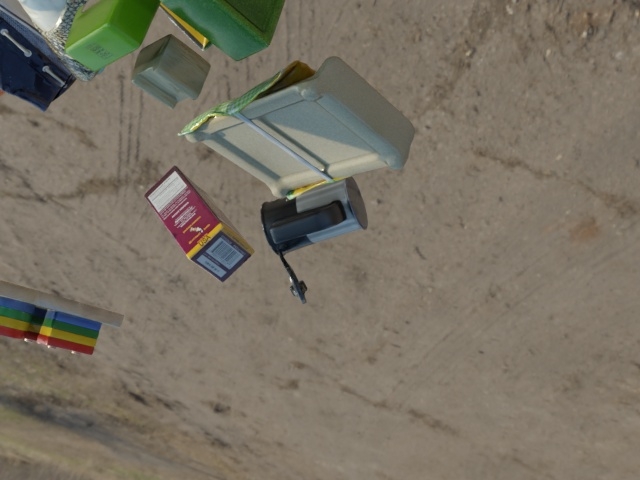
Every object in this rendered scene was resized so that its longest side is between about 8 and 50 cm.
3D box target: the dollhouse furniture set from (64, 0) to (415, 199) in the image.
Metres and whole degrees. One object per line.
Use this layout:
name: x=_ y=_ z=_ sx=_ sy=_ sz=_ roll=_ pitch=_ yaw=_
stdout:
dollhouse furniture set: x=-0.056 y=-0.184 z=0.675 sx=0.197 sy=0.151 sz=0.301 roll=-9 pitch=149 yaw=42

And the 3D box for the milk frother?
milk frother: x=0.000 y=0.000 z=0.971 sx=0.135 sy=0.129 sz=0.143 roll=-17 pitch=116 yaw=18

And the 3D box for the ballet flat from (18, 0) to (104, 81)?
ballet flat: x=-0.343 y=-0.433 z=0.917 sx=0.164 sy=0.182 sz=0.483 roll=48 pitch=128 yaw=24

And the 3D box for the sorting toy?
sorting toy: x=-0.537 y=0.134 z=1.231 sx=0.257 sy=0.089 sz=0.255 roll=2 pitch=163 yaw=45

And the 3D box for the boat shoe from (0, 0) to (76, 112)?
boat shoe: x=-0.590 y=-0.371 z=1.229 sx=0.340 sy=0.158 sz=0.127 roll=34 pitch=180 yaw=-37

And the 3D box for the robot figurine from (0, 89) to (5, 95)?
robot figurine: x=-0.676 y=-0.348 z=1.377 sx=0.219 sy=0.128 sz=0.158 roll=-17 pitch=134 yaw=38

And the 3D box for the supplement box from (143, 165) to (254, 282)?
supplement box: x=-0.210 y=-0.029 z=1.174 sx=0.188 sy=0.081 sz=0.104 roll=47 pitch=180 yaw=37

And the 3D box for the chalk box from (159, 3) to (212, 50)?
chalk box: x=-0.144 y=-0.349 z=0.855 sx=0.132 sy=0.213 sz=0.132 roll=-40 pitch=116 yaw=14
